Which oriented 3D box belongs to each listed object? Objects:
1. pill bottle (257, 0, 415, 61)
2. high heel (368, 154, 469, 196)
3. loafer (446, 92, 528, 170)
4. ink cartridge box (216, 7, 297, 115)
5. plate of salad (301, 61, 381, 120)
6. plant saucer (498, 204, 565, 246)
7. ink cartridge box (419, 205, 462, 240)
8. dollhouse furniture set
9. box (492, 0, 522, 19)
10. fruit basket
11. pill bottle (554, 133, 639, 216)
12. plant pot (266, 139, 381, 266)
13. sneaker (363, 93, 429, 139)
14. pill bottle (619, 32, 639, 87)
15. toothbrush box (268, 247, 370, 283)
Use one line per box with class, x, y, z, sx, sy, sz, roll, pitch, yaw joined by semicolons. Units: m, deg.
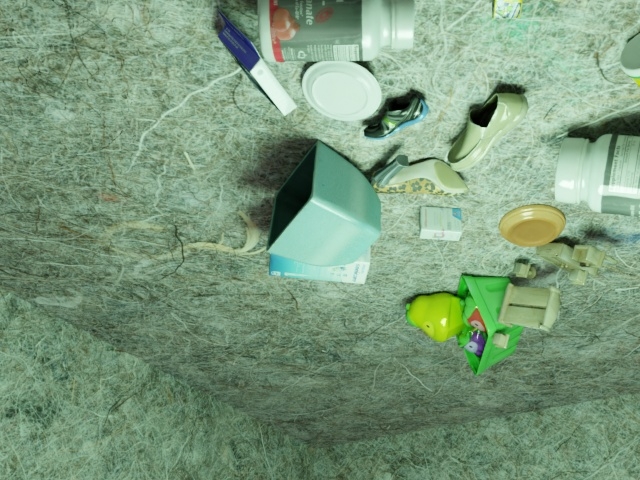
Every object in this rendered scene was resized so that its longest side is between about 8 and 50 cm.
pill bottle;0.036;-0.468;1.492;0.319;0.176;0.176;0;145;5
high heel;0.274;-0.158;2.013;0.261;0.093;0.186;18;153;-21
loafer;0.405;-0.284;1.799;0.092;0.101;0.268;23;132;-23
ink cartridge box;-0.158;-0.402;1.598;0.045;0.206;0.208;-39;136;0
plate of salad;0.053;-0.373;1.742;0.200;0.048;0.199;11;145;8
plant saucer;0.652;-0.038;2.178;0.200;0.037;0.200;2;146;1
ink cartridge box;0.360;-0.051;2.140;0.123;0.088;0.052;5;148;-1
dollhouse furniture set;0.744;0.203;2.218;0.174;0.355;0.303;23;170;-25
box;0.390;-0.542;1.458;0.059;0.054;0.168;-1;146;8
fruit basket;0.502;0.296;2.507;0.393;0.282;0.392;-12;145;-8
pill bottle;0.792;-0.162;1.782;0.361;0.204;0.204;9;150;25
plant pot;0.027;-0.070;1.959;0.252;0.247;0.247;26;131;-19
sneaker;0.187;-0.317;1.808;0.188;0.067;0.078;-24;116;37
pill bottle;0.785;-0.376;1.604;0.208;0.117;0.118;29;138;-31
toothbrush box;0.000;0.000;2.140;0.296;0.216;0.126;7;145;-3
